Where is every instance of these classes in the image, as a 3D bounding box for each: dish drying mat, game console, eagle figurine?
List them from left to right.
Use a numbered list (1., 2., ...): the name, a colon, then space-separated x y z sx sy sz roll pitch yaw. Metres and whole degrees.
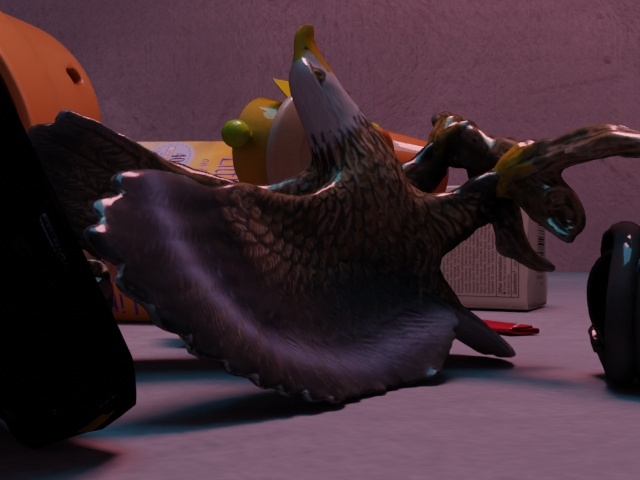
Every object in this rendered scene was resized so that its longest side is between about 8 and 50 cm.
1. game console: -0.221 -0.041 0.421 0.361 0.213 0.044 10 38 44
2. eagle figurine: -0.005 -0.010 0.568 0.298 0.225 0.226 -22 -21 -25
3. dish drying mat: 0.152 0.074 0.853 0.032 0.008 0.083 -1 1 -26

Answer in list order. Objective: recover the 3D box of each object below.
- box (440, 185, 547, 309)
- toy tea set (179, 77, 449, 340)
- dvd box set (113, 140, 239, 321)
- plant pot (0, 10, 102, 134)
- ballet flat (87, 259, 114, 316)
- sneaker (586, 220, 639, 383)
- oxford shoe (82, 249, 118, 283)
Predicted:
1. box: 0.111 0.007 1.198 0.311 0.148 0.121 2 0 24
2. toy tea set: -0.010 -0.021 0.826 0.124 0.200 0.336 10 5 28
3. dvd box set: -0.251 -0.021 1.044 0.420 0.062 0.308 1 30 8
4. plant pot: -0.327 -0.088 0.863 0.290 0.291 0.203 0 13 14
5. ballet flat: -0.185 0.036 0.559 0.076 0.079 0.221 0 0 18
6. sneaker: 0.244 0.025 0.593 0.146 0.105 0.295 6 7 24
7. oxford shoe: -0.338 0.026 0.704 0.396 0.141 0.146 -4 19 17
